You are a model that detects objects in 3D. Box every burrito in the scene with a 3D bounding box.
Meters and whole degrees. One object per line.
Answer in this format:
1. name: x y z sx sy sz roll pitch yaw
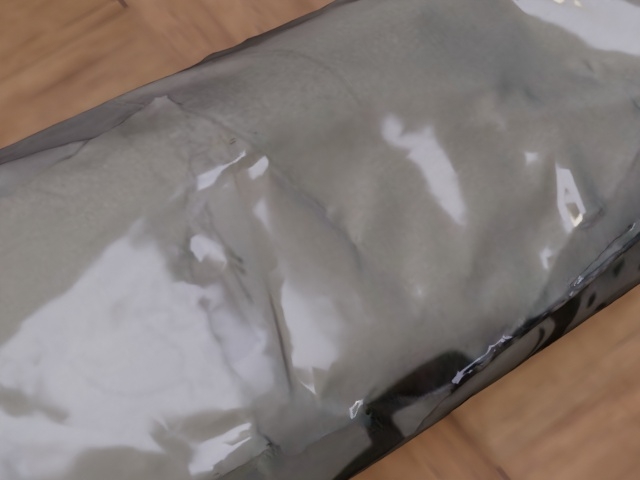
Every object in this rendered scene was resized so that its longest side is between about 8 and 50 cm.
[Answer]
1. burrito: 0.000 0.000 0.567 0.445 0.101 0.139 -28 74 -21
